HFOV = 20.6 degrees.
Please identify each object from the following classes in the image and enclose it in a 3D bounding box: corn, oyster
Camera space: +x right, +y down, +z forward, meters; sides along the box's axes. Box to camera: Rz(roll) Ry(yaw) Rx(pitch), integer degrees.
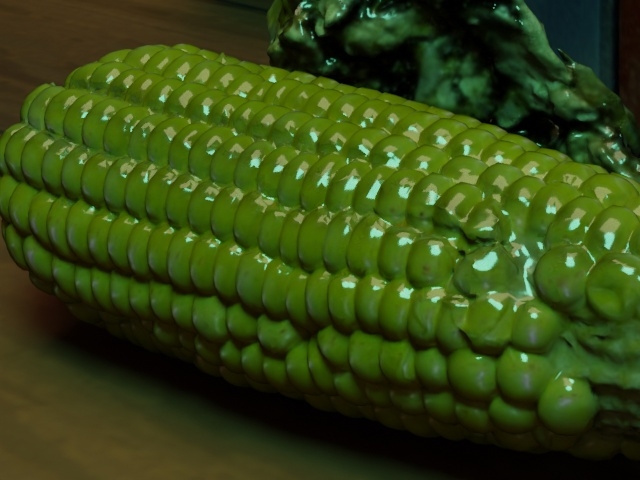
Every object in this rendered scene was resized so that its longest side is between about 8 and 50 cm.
[{"bbox_3d":[0.000,0.000,0.675,0.347,0.130,0.130,15,30,39],"label":"corn"},{"bbox_3d":[0.050,-0.054,0.776,0.083,0.214,0.223,-45,3,-13],"label":"oyster"}]

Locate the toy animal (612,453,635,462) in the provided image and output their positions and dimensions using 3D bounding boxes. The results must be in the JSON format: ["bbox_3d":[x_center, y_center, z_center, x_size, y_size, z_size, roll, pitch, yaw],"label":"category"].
[{"bbox_3d":[0.144,0.057,0.646,0.084,0.050,0.028,-52,6,-13],"label":"toy animal"}]

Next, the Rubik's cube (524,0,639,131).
[{"bbox_3d":[0.274,-0.193,0.837,0.316,0.313,0.318,-12,25,-18],"label":"Rubik's cube"}]
